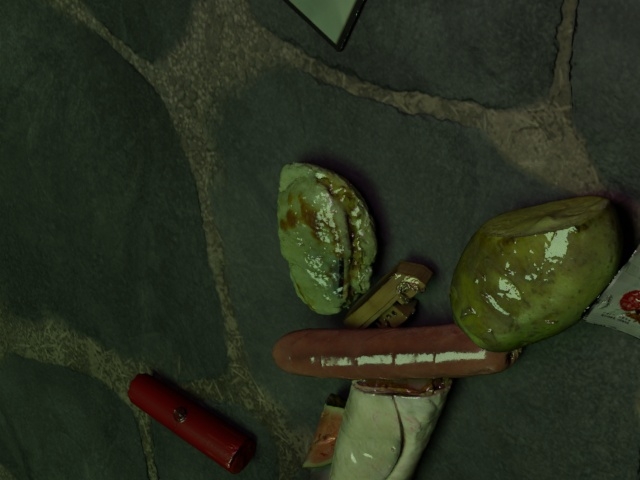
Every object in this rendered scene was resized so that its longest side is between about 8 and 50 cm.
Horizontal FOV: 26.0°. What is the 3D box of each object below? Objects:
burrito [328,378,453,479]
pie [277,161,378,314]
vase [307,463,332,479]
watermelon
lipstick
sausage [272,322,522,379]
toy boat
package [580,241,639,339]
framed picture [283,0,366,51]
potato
[{"bbox_3d":[0.104,0.292,2.156,0.143,0.105,0.299,30,130,18],"label":"burrito"},{"bbox_3d":[0.000,0.000,2.101,0.201,0.090,0.248,22,126,44],"label":"pie"},{"bbox_3d":[-0.069,0.478,2.266,0.173,0.321,0.173,21,123,37],"label":"vase"},{"bbox_3d":[0.019,0.299,2.273,0.069,0.086,0.163,-112,31,-42],"label":"watermelon"},{"bbox_3d":[-0.239,0.332,2.542,0.279,0.073,0.073,27,129,32],"label":"lipstick"},{"bbox_3d":[0.096,0.166,2.055,0.433,0.088,0.088,-5,108,34],"label":"sausage"},{"bbox_3d":[0.103,0.096,2.081,0.072,0.064,0.206,39,141,-4],"label":"toy boat"},{"bbox_3d":[0.440,0.048,1.697,0.154,0.030,0.239,23,129,-7],"label":"package"},{"bbox_3d":[-0.039,-0.454,1.951,0.324,0.013,0.244,45,137,18],"label":"framed picture"},{"bbox_3d":[0.282,0.036,1.811,0.176,0.141,0.298,44,129,-4],"label":"potato"}]
